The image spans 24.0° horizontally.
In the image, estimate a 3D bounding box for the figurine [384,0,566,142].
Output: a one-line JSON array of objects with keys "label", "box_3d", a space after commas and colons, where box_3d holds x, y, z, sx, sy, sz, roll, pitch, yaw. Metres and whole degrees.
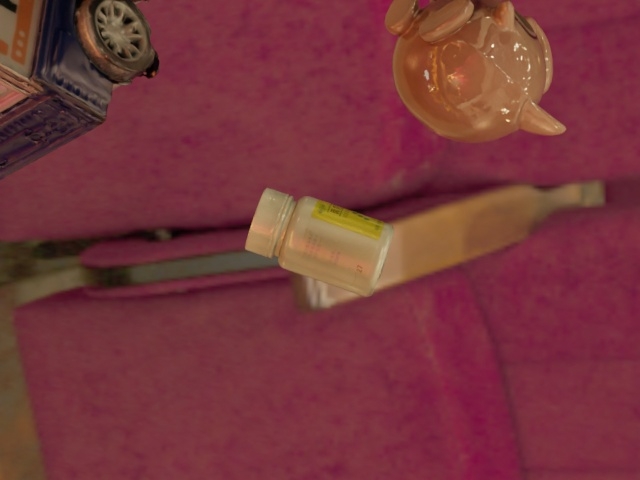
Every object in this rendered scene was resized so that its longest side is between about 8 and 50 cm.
[{"label": "figurine", "box_3d": [0.118, -0.135, 1.159, 0.138, 0.125, 0.125, 38, 66, -30]}]

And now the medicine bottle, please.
[{"label": "medicine bottle", "box_3d": [0.000, 0.000, 0.909, 0.083, 0.047, 0.047, 20, 73, 2]}]

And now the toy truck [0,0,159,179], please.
[{"label": "toy truck", "box_3d": [-0.173, -0.177, 0.779, 0.155, 0.124, 0.268, 30, 50, -40]}]
